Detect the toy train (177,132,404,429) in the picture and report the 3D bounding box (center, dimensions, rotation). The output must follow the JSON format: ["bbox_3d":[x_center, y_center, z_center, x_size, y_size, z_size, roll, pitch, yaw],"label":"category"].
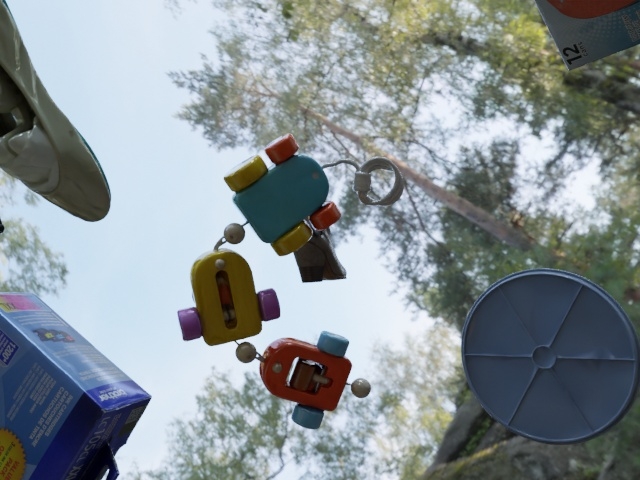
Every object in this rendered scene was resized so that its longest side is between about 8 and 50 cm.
[{"bbox_3d":[-0.017,0.022,0.403,0.125,0.046,0.166,15,-88,-19],"label":"toy train"}]

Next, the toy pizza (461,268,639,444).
[{"bbox_3d":[0.260,0.132,0.771,0.032,0.201,0.201,-2,-62,-57],"label":"toy pizza"}]

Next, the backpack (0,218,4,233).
[{"bbox_3d":[-0.593,-0.068,1.008,0.145,0.166,0.188,-28,-93,-2],"label":"backpack"}]

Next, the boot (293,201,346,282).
[{"bbox_3d":[0.000,0.000,0.710,0.118,0.042,0.086,4,-98,-73],"label":"boot"}]

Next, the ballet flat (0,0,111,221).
[{"bbox_3d":[-0.287,-0.115,0.621,0.086,0.086,0.248,-32,-76,-18],"label":"ballet flat"}]

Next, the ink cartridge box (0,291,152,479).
[{"bbox_3d":[-0.488,0.307,1.181,0.270,0.396,0.151,-57,-17,8],"label":"ink cartridge box"}]

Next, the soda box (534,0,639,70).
[{"bbox_3d":[0.105,-0.172,0.297,0.183,0.058,0.063,52,-136,-24],"label":"soda box"}]
